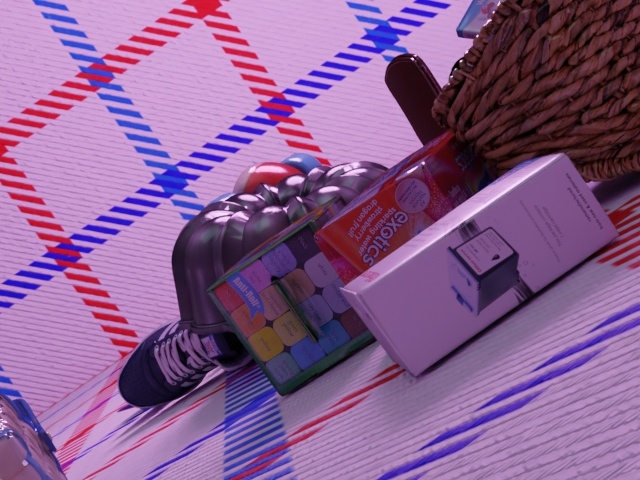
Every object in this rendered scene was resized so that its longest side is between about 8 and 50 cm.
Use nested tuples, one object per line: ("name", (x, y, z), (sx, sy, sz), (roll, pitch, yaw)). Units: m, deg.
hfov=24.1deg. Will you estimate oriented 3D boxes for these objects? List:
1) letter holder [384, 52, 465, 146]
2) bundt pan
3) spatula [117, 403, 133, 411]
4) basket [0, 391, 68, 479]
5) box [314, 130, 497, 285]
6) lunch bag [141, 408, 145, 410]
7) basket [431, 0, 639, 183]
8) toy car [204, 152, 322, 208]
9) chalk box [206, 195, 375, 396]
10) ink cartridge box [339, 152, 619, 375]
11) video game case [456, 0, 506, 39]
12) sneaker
("letter holder", (0.196, -0.155, 1.711), (0.152, 0.214, 0.302), (-35, 3, -2))
("bundt pan", (-0.032, -0.005, 1.800), (0.331, 0.124, 0.331), (-17, 10, 3))
("spatula", (-0.189, 0.184, 2.202), (0.084, 0.030, 0.296), (-31, 4, 34))
("basket", (-0.368, 0.255, 1.477), (0.255, 0.201, 0.289), (-37, 14, -18))
("box", (0.107, -0.018, 1.422), (0.128, 0.123, 0.257), (-33, 4, 21))
("lunch bag", (-0.257, 0.215, 2.244), (0.071, 0.053, 0.083), (-38, 14, -17))
("basket", (0.275, -0.146, 1.415), (0.299, 0.223, 0.213), (-41, -13, -47))
("toy car", (0.000, 0.000, 2.057), (0.238, 0.210, 0.219), (6, 23, 32))
("chalk box", (-0.014, 0.057, 1.477), (0.132, 0.132, 0.213), (-33, 2, 15))
("ink cartridge box", (0.120, 0.017, 1.174), (0.190, 0.082, 0.139), (-36, 3, -3))
("video game case", (0.253, -0.267, 1.712), (0.166, 0.015, 0.119), (12, 56, 29))
("sneaker", (-0.164, 0.145, 1.957), (0.282, 0.099, 0.153), (-31, 3, 14))
